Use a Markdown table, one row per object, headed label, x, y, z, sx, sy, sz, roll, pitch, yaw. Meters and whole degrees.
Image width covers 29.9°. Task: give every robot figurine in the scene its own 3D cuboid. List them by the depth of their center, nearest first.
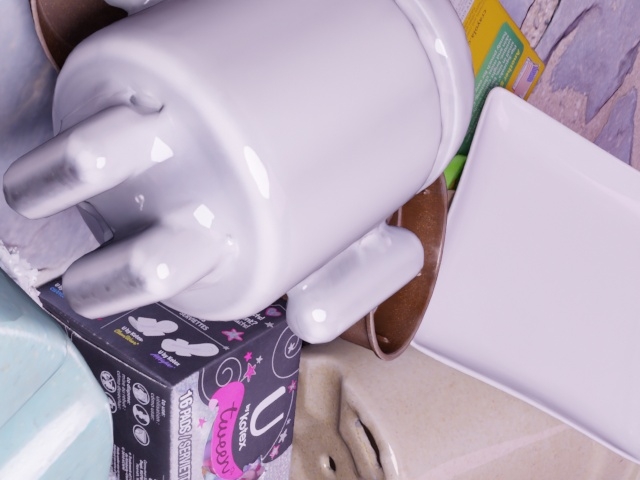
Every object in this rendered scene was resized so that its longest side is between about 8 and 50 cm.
| label | x | y | z | sx | sy | sz | roll | pitch | yaw |
| --- | --- | --- | --- | --- | --- | --- | --- | --- | --- |
| robot figurine | -0.033 | -0.083 | 0.798 | 0.353 | 0.200 | 0.300 | -35 | 105 | -38 |

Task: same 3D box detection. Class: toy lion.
| label | x | y | z | sx | sy | sz | roll | pitch | yaw |
| --- | --- | --- | --- | --- | --- | --- | --- | --- | --- |
| toy lion | 0.140 | -0.049 | 1.167 | 0.096 | 0.034 | 0.100 | -58 | 150 | -20 |

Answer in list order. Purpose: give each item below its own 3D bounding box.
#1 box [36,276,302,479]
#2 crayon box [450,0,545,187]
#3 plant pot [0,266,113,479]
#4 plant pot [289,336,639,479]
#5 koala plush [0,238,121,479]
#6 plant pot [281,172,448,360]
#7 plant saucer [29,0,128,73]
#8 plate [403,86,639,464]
| label | x | y | z | sx | sy | sz | roll | pitch | yaw |
| --- | --- | --- | --- | --- | --- | --- | --- | --- | --- |
| box | -0.118 | 0.146 | 0.943 | 0.142 | 0.163 | 0.247 | -30 | 136 | -42 |
| crayon box | 0.087 | -0.149 | 1.119 | 0.203 | 0.083 | 0.323 | -63 | 149 | -2 |
| plant pot | -0.273 | 0.042 | 0.408 | 0.341 | 0.334 | 0.341 | -41 | 152 | -28 |
| plant pot | 0.112 | 0.183 | 1.217 | 0.305 | 0.334 | 0.334 | -17 | 127 | -38 |
| koala plush | -0.229 | 0.118 | 0.752 | 0.196 | 0.203 | 0.221 | -37 | 129 | -38 |
| plant pot | 0.000 | 0.000 | 0.993 | 0.167 | 0.165 | 0.167 | 13 | 90 | -69 |
| plant saucer | -0.126 | -0.192 | 0.805 | 0.198 | 0.036 | 0.199 | -35 | 139 | -38 |
| plate | 0.226 | 0.035 | 1.129 | 0.045 | 0.278 | 0.277 | -34 | -149 | 62 |
